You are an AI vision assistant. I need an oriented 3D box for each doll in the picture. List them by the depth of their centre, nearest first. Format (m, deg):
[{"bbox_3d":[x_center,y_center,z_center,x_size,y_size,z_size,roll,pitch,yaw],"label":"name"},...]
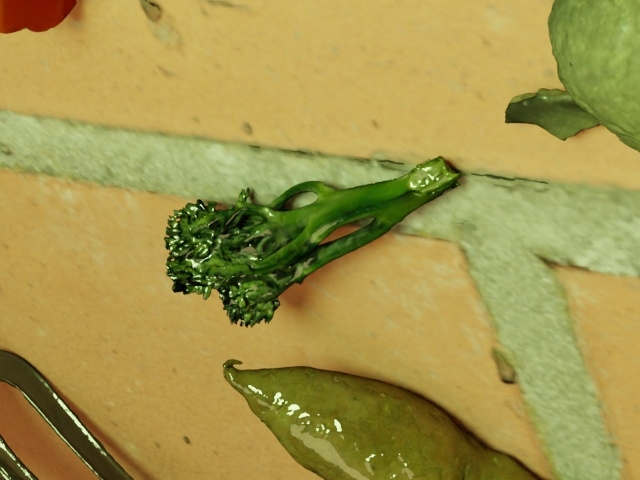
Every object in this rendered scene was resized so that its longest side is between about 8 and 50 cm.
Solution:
[{"bbox_3d":[0.177,-0.004,0.629,0.286,0.091,0.202,55,177,-10],"label":"doll"}]

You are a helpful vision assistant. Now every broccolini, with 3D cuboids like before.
[{"bbox_3d":[0.002,-0.012,0.832,0.201,0.058,0.074,-24,131,37],"label":"broccolini"}]

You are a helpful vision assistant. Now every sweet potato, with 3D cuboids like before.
[{"bbox_3d":[0.064,0.133,0.922,0.269,0.075,0.075,25,147,0],"label":"sweet potato"}]

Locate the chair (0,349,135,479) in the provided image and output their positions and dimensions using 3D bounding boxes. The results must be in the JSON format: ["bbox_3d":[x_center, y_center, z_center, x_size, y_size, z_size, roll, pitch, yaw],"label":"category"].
[{"bbox_3d":[-0.188,0.250,1.197,0.326,0.175,0.183,42,164,11],"label":"chair"}]

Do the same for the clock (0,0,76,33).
[{"bbox_3d":[-0.194,-0.173,0.776,0.155,0.061,0.113,32,148,10],"label":"clock"}]
